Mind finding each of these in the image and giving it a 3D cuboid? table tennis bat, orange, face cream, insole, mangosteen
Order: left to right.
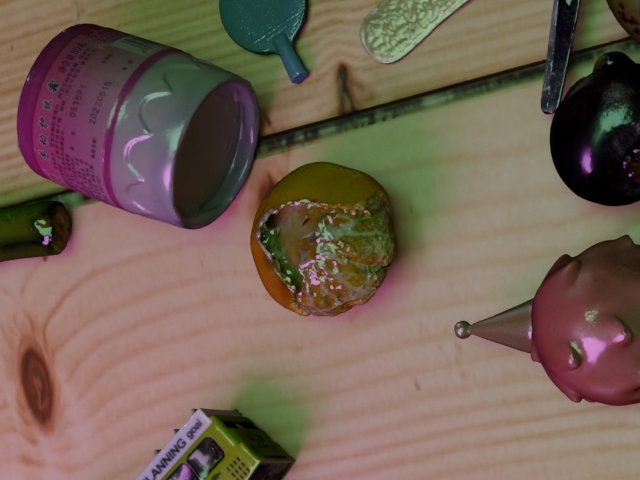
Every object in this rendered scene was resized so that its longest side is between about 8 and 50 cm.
[{"bbox_3d":[-0.185,-0.118,1.400,0.195,0.175,0.175,21,92,24],"label":"face cream"},{"bbox_3d":[-0.053,-0.236,1.446,0.100,0.019,0.155,-32,71,15],"label":"table tennis bat"},{"bbox_3d":[0.000,0.000,1.337,0.156,0.134,0.157,-3,85,37],"label":"orange"},{"bbox_3d":[0.139,-0.273,1.375,0.248,0.011,0.081,-40,71,13],"label":"insole"},{"bbox_3d":[0.271,-0.107,1.251,0.137,0.137,0.151,-36,38,15],"label":"mangosteen"}]

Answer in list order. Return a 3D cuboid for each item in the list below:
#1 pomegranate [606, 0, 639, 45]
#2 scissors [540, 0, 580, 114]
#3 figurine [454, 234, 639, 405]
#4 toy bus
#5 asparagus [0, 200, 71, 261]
[{"bbox_3d":[0.345,-0.215,1.188,0.179,0.179,0.210,-20,66,19],"label":"pomegranate"},{"bbox_3d":[0.244,-0.278,1.304,0.160,0.024,0.317,10,91,36],"label":"scissors"},{"bbox_3d":[0.304,0.075,1.199,0.387,0.166,0.207,-15,45,22],"label":"figurine"},{"bbox_3d":[-0.171,0.298,1.385,0.302,0.113,0.139,-48,69,8],"label":"toy bus"},{"bbox_3d":[-0.408,-0.002,1.542,0.277,0.060,0.067,-4,102,22],"label":"asparagus"}]
